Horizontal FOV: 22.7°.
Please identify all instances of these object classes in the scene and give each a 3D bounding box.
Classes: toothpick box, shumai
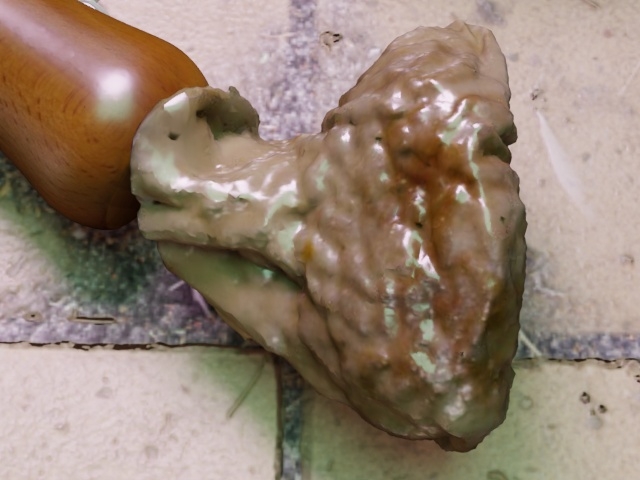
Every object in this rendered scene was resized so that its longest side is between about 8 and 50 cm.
[{"bbox_3d":[-0.235,-0.144,1.209,0.294,0.192,0.192,35,68,8],"label":"toothpick box"},{"bbox_3d":[0.000,0.000,1.110,0.263,0.267,0.314,-1,59,-6],"label":"shumai"}]

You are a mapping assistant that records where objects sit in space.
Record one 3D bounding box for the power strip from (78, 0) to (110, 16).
[{"bbox_3d":[-0.194,-0.175,1.313,0.055,0.035,0.083,-1,79,-4],"label":"power strip"}]
